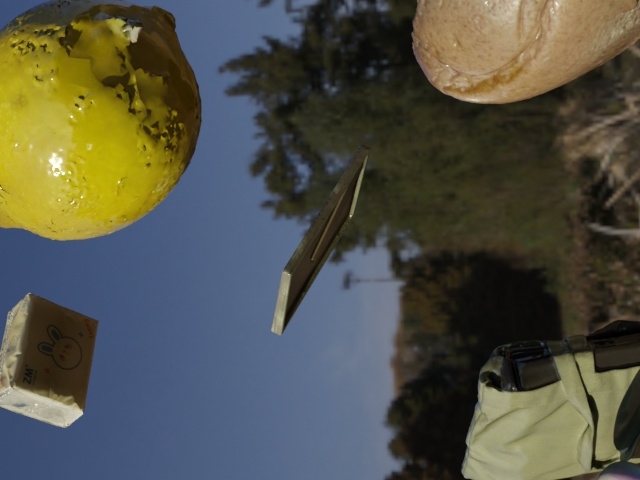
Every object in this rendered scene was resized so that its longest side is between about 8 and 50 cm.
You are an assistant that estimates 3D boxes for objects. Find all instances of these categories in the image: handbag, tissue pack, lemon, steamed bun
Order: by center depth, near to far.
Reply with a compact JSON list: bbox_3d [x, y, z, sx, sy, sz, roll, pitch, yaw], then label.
[{"bbox_3d":[-0.179,-0.087,0.836,0.173,0.206,0.173,39,-157,-20],"label":"lemon"},{"bbox_3d":[0.231,-0.258,1.029,0.251,0.199,0.301,-46,-20,-38],"label":"steamed bun"},{"bbox_3d":[0.308,0.173,1.186,0.253,0.316,0.109,83,178,-57],"label":"handbag"},{"bbox_3d":[-0.476,0.209,1.956,0.148,0.092,0.196,25,-133,-29],"label":"tissue pack"}]

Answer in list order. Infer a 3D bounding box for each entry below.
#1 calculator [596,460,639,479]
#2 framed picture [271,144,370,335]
[{"bbox_3d":[0.343,0.287,1.073,0.041,0.185,0.299,-48,-29,-9],"label":"calculator"},{"bbox_3d":[0.000,0.000,1.332,0.203,0.015,0.150,-58,-10,-30],"label":"framed picture"}]
